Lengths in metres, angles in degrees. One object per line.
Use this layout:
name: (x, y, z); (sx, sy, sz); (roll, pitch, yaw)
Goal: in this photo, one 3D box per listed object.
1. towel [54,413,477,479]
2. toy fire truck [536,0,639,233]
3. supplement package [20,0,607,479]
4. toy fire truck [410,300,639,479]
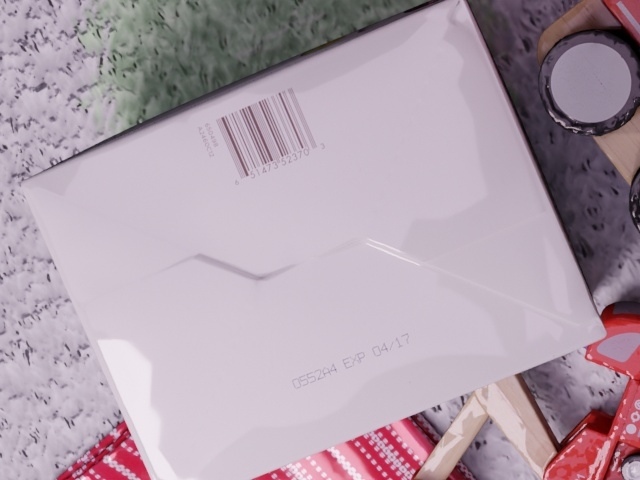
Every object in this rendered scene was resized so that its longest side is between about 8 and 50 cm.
towel: (-0.049, 0.177, 1.288); (0.275, 0.031, 0.199); (-42, 88, 23)
toy fire truck: (0.264, -0.088, 1.061); (0.246, 0.158, 0.217); (-38, 88, 11)
supplement package: (0.000, 0.000, 1.133); (0.262, 0.145, 0.204); (-22, 95, 7)
toy fire truck: (0.134, 0.116, 1.186); (0.135, 0.047, 0.192); (20, 103, 9)
